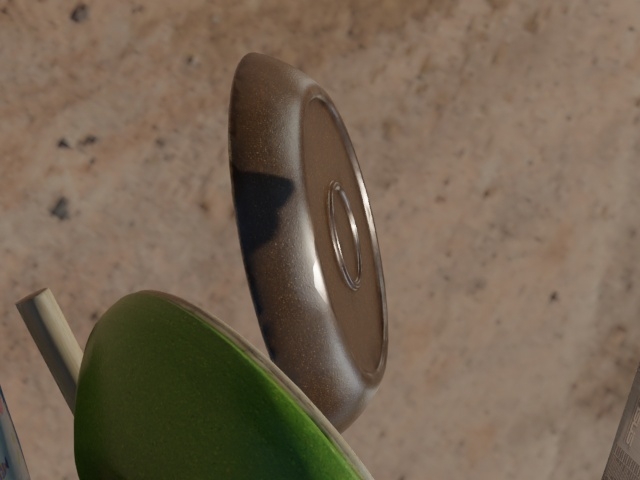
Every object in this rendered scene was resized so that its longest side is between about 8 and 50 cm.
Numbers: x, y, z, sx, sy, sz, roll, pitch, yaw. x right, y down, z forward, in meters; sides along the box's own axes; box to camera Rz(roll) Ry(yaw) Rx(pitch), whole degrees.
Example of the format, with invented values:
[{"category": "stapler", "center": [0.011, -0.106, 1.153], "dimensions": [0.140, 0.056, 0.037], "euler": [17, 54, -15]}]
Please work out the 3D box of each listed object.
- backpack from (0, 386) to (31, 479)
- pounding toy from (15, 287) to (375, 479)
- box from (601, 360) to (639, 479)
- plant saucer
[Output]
[{"category": "backpack", "center": [-0.246, 0.136, 0.783], "dimensions": [0.225, 0.191, 0.253], "euler": [-73, 145, -72]}, {"category": "pounding toy", "center": [-0.067, 0.120, 0.627], "dimensions": [0.110, 0.237, 0.183], "euler": [-38, 108, -23]}, {"category": "box", "center": [0.241, 0.116, 0.851], "dimensions": [0.183, 0.056, 0.231], "euler": [8, 107, -23]}, {"category": "plant saucer", "center": [0.000, 0.000, 1.291], "dimensions": [0.310, 0.050, 0.311], "euler": [-12, 90, -78]}]
